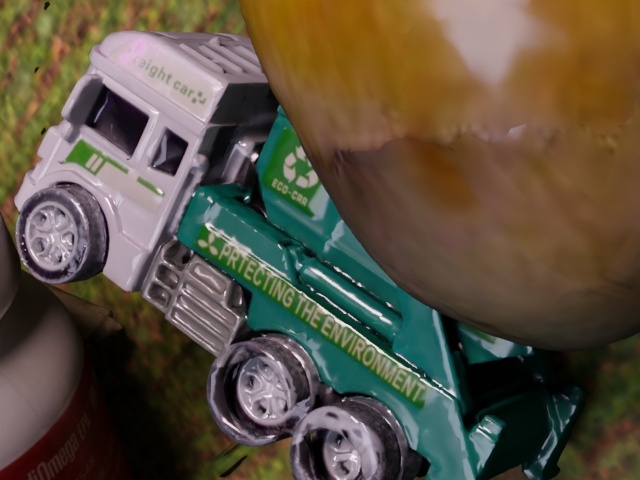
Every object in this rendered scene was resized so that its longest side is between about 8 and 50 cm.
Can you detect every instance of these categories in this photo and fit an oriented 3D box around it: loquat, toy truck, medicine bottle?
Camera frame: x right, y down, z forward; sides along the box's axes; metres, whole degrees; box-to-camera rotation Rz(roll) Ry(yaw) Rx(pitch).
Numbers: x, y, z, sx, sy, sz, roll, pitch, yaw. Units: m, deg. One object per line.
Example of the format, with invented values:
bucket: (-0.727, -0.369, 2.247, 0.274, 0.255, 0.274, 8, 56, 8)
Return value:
loquat: (0.062, -0.084, 0.434, 0.179, 0.179, 0.227, -12, 83, 40)
toy truck: (0.000, 0.000, 0.570, 0.216, 0.110, 0.116, 35, 111, 25)
medicine bottle: (-0.145, 0.102, 0.655, 0.131, 0.131, 0.250, 15, 134, 34)

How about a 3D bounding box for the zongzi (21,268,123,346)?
zongzi: (-0.263, 0.087, 0.798, 0.318, 0.154, 0.289, 21, 132, 9)
